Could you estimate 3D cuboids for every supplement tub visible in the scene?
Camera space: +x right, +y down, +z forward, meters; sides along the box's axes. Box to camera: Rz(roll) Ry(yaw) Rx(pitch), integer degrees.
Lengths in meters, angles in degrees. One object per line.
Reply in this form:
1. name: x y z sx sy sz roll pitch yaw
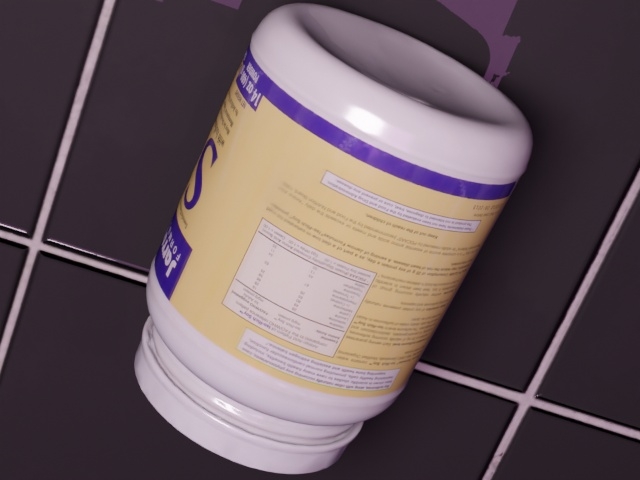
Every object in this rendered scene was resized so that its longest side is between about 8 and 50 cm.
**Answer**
1. supplement tub: 0.000 0.000 1.048 0.241 0.241 0.331 22 112 -11
